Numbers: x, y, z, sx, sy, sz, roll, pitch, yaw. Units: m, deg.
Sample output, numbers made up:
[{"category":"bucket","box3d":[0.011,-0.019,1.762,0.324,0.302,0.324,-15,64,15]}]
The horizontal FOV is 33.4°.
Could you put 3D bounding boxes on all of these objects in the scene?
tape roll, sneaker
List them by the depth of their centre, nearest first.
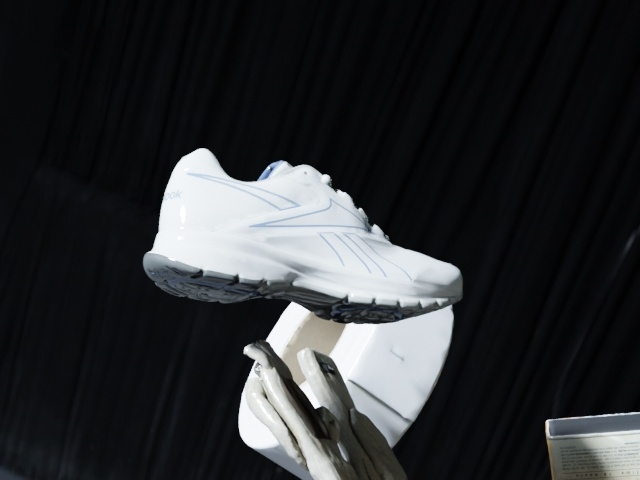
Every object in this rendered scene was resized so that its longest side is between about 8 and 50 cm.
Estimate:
[{"category":"sneaker","box3d":[0.000,0.000,0.918,0.297,0.129,0.111,14,-18,-27]},{"category":"tape roll","box3d":[0.027,0.143,1.257,0.100,0.286,0.286,37,22,-18]}]

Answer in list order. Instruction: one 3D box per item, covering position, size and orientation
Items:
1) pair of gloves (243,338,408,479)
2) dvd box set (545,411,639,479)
[{"category":"pair of gloves","box3d":[0.010,0.183,0.947,0.204,0.042,0.240,56,9,17]},{"category":"dvd box set","box3d":[0.416,0.387,1.140,0.307,0.421,0.062,-7,9,10]}]
